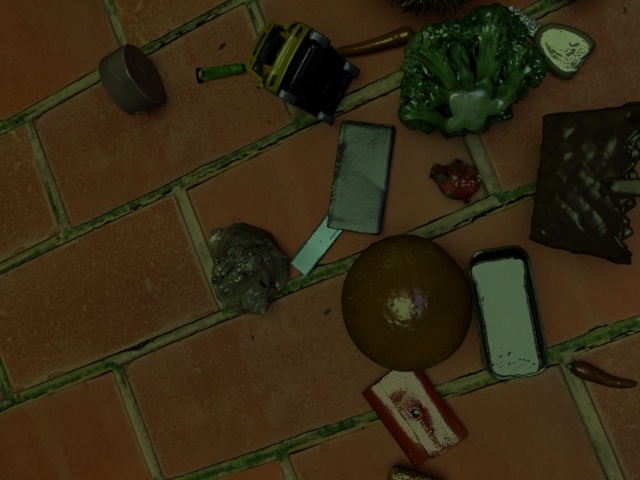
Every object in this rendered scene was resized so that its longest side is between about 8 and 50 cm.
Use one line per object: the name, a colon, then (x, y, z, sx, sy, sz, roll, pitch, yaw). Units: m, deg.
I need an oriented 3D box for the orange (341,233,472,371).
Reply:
orange: (0.170, 0.123, 1.328, 0.274, 0.274, 0.274, 0, 92, 16)

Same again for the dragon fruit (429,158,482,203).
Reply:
dragon fruit: (0.278, -0.128, 1.388, 0.116, 0.086, 0.081, 20, 135, 22)

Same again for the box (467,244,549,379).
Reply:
box: (0.367, 0.151, 1.319, 0.138, 0.178, 0.274, -12, 88, 16)

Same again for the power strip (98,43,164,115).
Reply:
power strip: (-0.434, -0.369, 1.542, 0.078, 0.154, 0.154, -24, 85, 16)

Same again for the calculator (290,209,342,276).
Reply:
calculator: (0.000, 0.000, 1.499, 0.057, 0.018, 0.172, 39, 100, 11)

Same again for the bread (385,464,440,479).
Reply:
bread: (0.207, 0.523, 1.428, 0.132, 0.074, 0.053, 14, 77, 14)

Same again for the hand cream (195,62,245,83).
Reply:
hand cream: (-0.234, -0.393, 1.551, 0.121, 0.023, 0.036, -5, 102, 17)

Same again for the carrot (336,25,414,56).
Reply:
carrot: (0.111, -0.425, 1.449, 0.190, 0.037, 0.037, -11, 88, 17)

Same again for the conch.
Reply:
conch: (-0.170, 0.056, 1.507, 0.178, 0.163, 0.245, -25, 64, -17)

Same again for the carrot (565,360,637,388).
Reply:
carrot: (0.565, 0.274, 1.344, 0.142, 0.035, 0.035, 18, 96, 7)

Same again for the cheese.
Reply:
cheese: (0.457, -0.414, 1.351, 0.192, 0.037, 0.097, 40, 100, 10)

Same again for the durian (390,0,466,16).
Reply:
durian: (0.202, -0.613, 1.265, 0.347, 0.347, 0.385, -23, 78, 15)

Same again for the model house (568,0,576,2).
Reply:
model house: (0.479, -0.588, 1.246, 0.193, 0.175, 0.234, 21, 93, -13)

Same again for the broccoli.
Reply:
broccoli: (0.281, -0.304, 1.290, 0.294, 0.245, 0.265, -36, 116, 20)

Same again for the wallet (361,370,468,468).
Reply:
wallet: (0.202, 0.374, 1.439, 0.142, 0.045, 0.204, -38, 82, 13)

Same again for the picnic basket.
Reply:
picnic basket: (0.558, -0.102, 1.219, 0.321, 0.254, 0.291, 8, 95, 29)

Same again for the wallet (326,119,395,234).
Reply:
wallet: (0.089, -0.138, 1.460, 0.124, 0.025, 0.244, 7, 87, 11)

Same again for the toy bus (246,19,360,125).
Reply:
toy bus: (-0.041, -0.341, 1.342, 0.151, 0.331, 0.145, 33, 99, 16)
